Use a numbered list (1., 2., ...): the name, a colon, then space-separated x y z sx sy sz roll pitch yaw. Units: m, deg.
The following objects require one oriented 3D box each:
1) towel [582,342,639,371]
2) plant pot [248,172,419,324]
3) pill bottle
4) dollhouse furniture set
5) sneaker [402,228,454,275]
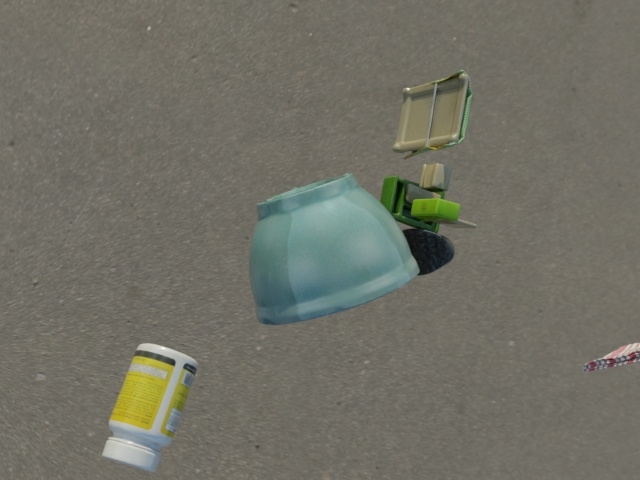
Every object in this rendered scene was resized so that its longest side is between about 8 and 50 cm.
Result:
1. towel: 0.674 0.233 1.532 0.144 0.197 0.029 -13 79 -32
2. plant pot: 0.000 0.000 1.231 0.293 0.293 0.196 -22 98 -28
3. pill bottle: -0.311 0.303 1.308 0.119 0.119 0.208 27 66 -22
4. dollhouse furniture set: 0.262 -0.178 1.524 0.151 0.198 0.301 15 82 -34
5. sneaker: 0.204 0.026 1.671 0.124 0.283 0.107 -11 90 -46
